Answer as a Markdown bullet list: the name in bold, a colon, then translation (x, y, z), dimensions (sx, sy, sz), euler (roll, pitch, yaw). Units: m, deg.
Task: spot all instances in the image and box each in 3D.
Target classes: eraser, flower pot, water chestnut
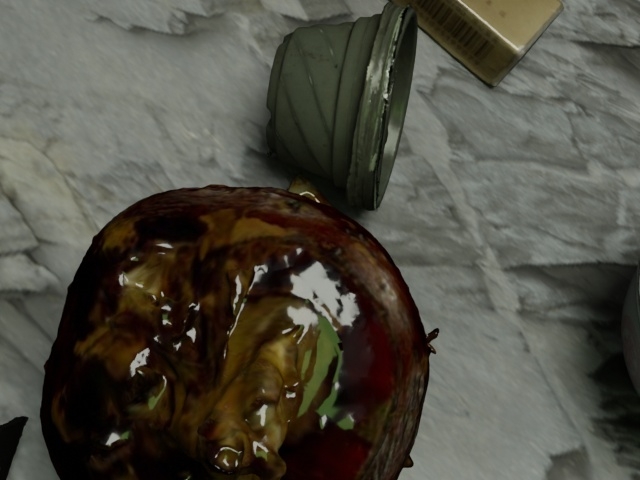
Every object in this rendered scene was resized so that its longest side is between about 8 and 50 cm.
- **eraser**: translation (0.153, -0.369, 1.218), dimensions (0.343, 0.078, 0.144), euler (41, 57, 1)
- **flower pot**: translation (0.021, -0.151, 1.002), dimensions (0.141, 0.235, 0.235), euler (9, 60, 9)
- **water chestnut**: translation (-0.070, 0.119, 0.727), dimensions (0.336, 0.347, 0.334), euler (0, 90, 7)

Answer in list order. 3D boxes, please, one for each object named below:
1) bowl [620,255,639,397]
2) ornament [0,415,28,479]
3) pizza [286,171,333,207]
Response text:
- **bowl**: translation (0.465, 0.132, 1.054), dimensions (0.346, 0.157, 0.345), euler (8, 63, -17)
- **ornament**: translation (-0.362, 0.173, 0.763), dimensions (0.203, 0.088, 0.081), euler (11, 86, -3)
- **pizza**: translation (0.000, 0.000, 1.004), dimensions (0.185, 0.036, 0.176), euler (13, 62, -16)
